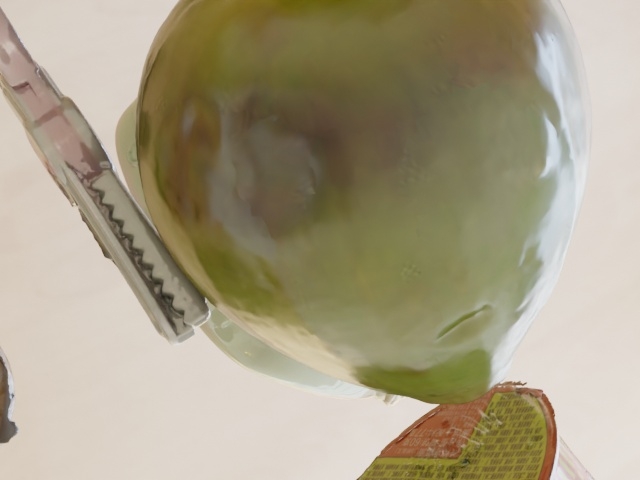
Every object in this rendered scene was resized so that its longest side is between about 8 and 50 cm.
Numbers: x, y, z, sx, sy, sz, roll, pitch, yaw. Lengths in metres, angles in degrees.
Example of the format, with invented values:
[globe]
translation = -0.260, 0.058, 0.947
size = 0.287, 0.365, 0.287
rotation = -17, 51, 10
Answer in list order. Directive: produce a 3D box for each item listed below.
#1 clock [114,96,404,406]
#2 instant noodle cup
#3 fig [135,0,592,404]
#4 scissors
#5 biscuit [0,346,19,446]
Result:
[clock]
translation = 0.000, 0.000, 1.577
size = 0.108, 0.265, 0.324
rotation = -45, 142, 21
[instant noodle cup]
translation = 0.124, 0.213, 1.088
size = 0.212, 0.193, 0.193
rotation = 43, 68, -20
[fig]
translation = 0.018, -0.033, 0.910
size = 0.207, 0.207, 0.230
rotation = -5, 104, -41
[scissors]
translation = -0.126, -0.047, 0.992
size = 0.030, 0.242, 0.118
rotation = -32, 155, -7
[biscuit]
translation = -0.441, 0.167, 1.977
size = 0.296, 0.075, 0.296
rotation = -15, 119, -27
